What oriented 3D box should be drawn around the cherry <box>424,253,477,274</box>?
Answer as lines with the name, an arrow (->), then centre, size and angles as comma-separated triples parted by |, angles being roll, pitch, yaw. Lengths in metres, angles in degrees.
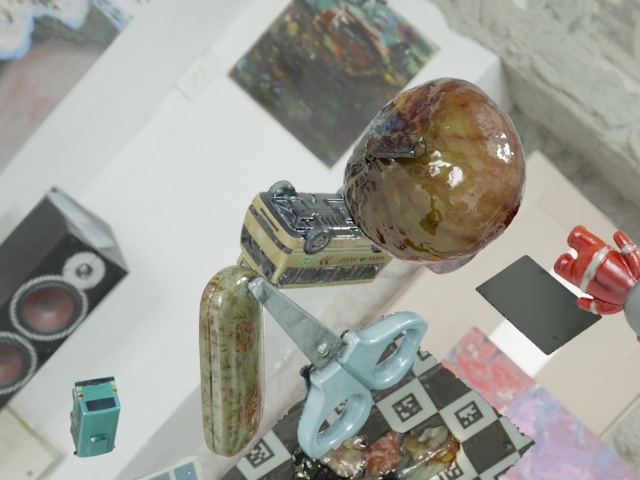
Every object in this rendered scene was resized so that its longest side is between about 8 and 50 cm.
cherry -> 0.278, -0.012, 1.855 | 0.140, 0.176, 0.176 | 39, 0, 42

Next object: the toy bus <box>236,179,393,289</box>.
toy bus -> 0.000, 0.000, 1.851 | 0.365, 0.202, 0.177 | 0, 42, -45

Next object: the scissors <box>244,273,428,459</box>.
scissors -> 0.005, 0.102, 0.808 | 0.029, 0.191, 0.360 | 38, -7, 33

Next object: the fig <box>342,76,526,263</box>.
fig -> 0.133, -0.087, 1.053 | 0.214, 0.235, 0.235 | 10, 15, -18

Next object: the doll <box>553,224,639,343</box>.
doll -> 0.456, 0.074, 1.251 | 0.245, 0.142, 0.076 | 36, 40, 29

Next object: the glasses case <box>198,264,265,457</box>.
glasses case -> -0.177, 0.251, 1.749 | 0.098, 0.425, 0.156 | 15, 29, 26

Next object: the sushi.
sushi -> 0.061, 0.290, 1.145 | 0.320, 0.339, 0.069 | 40, 7, -24

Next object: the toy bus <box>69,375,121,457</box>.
toy bus -> -0.423, 0.337, 1.610 | 0.079, 0.160, 0.092 | -5, 47, -26

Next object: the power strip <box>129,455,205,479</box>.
power strip -> -0.344, 0.473, 1.452 | 0.367, 0.043, 0.106 | -14, 84, -41

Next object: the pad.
pad -> 0.492, 0.143, 1.955 | 0.265, 0.159, 0.009 | 48, -15, 46
